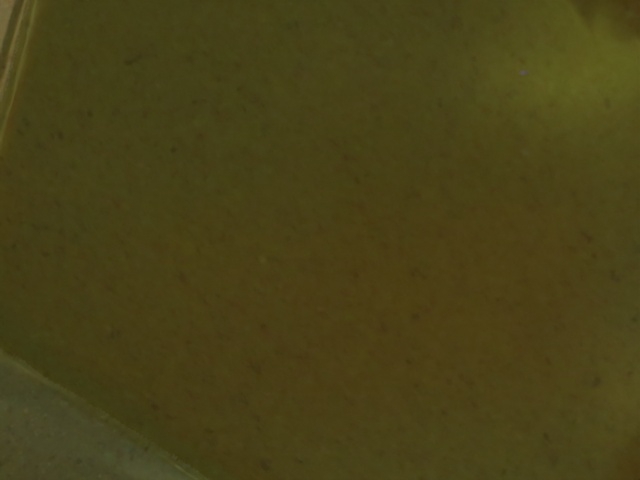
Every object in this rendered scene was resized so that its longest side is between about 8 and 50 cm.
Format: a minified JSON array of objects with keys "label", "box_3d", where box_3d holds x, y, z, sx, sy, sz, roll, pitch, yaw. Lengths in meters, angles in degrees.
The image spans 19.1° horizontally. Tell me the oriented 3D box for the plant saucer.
[{"label":"plant saucer","box_3d":[0.000,0.000,0.558,0.081,0.333,0.333,-43,160,-53]}]
